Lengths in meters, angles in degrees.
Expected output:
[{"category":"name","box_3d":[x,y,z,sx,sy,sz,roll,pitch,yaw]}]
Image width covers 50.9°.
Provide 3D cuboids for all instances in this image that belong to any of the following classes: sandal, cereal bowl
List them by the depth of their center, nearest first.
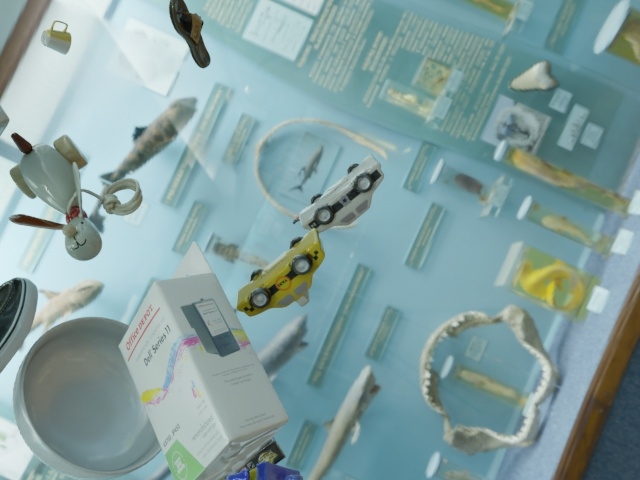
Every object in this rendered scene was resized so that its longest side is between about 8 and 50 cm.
[{"category":"cereal bowl","box_3d":[-0.478,0.338,1.412,0.141,0.339,0.339,-39,18,39]},{"category":"sandal","box_3d":[-0.328,-0.546,1.759,0.219,0.060,0.089,66,-155,-45]}]

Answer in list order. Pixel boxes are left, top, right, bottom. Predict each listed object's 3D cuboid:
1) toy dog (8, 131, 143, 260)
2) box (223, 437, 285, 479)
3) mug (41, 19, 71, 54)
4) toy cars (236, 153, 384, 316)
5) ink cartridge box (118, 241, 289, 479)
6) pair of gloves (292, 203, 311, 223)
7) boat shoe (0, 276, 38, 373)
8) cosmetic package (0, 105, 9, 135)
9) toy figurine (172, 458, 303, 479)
[{"category":"toy dog","box_3d":[-0.554,-0.116,1.397,0.220,0.334,0.161,-54,-32,-12]},{"category":"box","box_3d":[-0.267,0.649,1.980,0.296,0.073,0.293,-34,10,-10]},{"category":"mug","box_3d":[-0.713,-0.546,1.810,0.062,0.064,0.078,-8,79,46]},{"category":"toy cars","box_3d":[0.000,0.000,1.227,0.177,0.087,0.393,-15,32,54]},{"category":"ink cartridge box","box_3d":[-0.216,0.197,1.100,0.119,0.353,0.207,-8,-34,-42]},{"category":"pair of gloves","box_3d":[-0.030,-0.066,1.421,0.074,0.010,0.083,-47,6,-13]},{"category":"boat shoe","box_3d":[-0.636,0.191,1.226,0.121,0.119,0.335,-10,47,32]},{"category":"cosmetic package","box_3d":[-0.900,-0.245,1.298,0.394,0.329,0.327,-35,8,-40]},{"category":"toy figurine","box_3d":[-0.100,0.538,1.351,0.217,0.363,0.191,-34,44,24]}]
